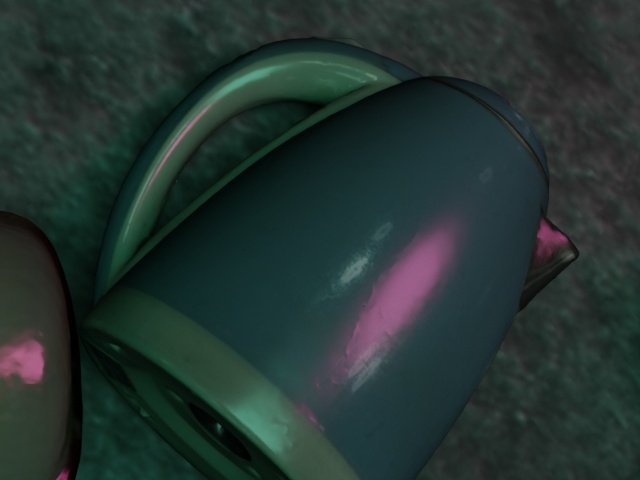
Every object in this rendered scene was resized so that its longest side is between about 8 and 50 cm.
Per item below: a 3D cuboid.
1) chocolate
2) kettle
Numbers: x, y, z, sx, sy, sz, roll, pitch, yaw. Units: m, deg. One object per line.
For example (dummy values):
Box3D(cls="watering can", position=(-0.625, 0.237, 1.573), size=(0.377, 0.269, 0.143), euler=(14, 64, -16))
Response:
Box3D(cls="chocolate", position=(-0.262, 0.088, 0.950), size=(0.186, 0.283, 0.283), euler=(-6, 91, -28))
Box3D(cls="kettle", position=(0.000, 0.000, 1.022), size=(0.319, 0.247, 0.342), euler=(36, 71, 15))
